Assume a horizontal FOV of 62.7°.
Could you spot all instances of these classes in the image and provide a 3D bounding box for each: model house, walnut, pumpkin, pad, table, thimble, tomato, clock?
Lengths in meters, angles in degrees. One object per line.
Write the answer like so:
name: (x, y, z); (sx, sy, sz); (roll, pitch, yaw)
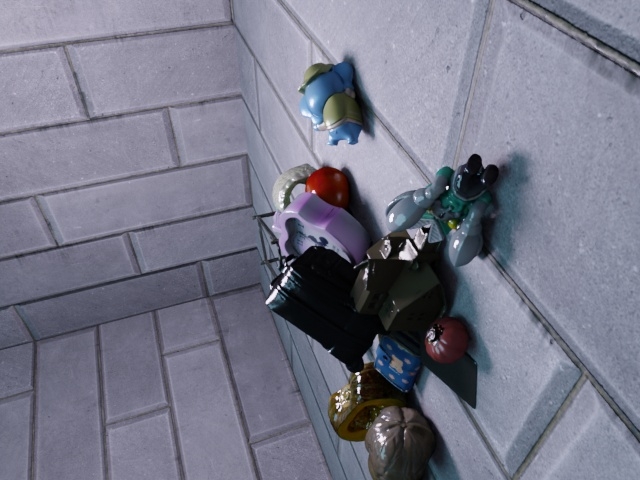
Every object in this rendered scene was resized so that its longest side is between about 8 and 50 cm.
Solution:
model house: (0.193, 0.065, 1.231); (0.211, 0.205, 0.243); (-115, 36, -44)
walnut: (0.230, 0.596, 1.527); (0.224, 0.225, 0.224); (166, 90, -76)
pumpkin: (0.166, 0.520, 1.684); (0.139, 0.222, 0.317); (-103, 33, -48)
pad: (0.308, 0.299, 1.285); (0.211, 0.003, 0.142); (39, 141, 55)
table: (-0.087, 0.021, 2.035); (0.335, 0.273, 0.222); (-136, 36, -64)
thimble: (-0.063, -0.167, 1.900); (0.150, 0.219, 0.218); (-132, 32, -65)
tomato: (0.020, -0.148, 1.731); (0.195, 0.136, 0.194); (177, 90, -79)
clock: (0.000, 0.000, 1.689); (0.339, 0.102, 0.338); (27, 150, 17)

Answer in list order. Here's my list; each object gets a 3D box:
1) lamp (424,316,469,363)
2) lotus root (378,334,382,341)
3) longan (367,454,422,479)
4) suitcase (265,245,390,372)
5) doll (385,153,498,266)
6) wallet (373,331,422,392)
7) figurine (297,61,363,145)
lamp: (0.284, 0.224, 1.184); (0.107, 0.093, 0.107); (-46, 31, 39)
lotus root: (0.209, 0.286, 1.580); (0.072, 0.063, 0.151); (30, 140, 25)
longan: (0.247, 0.732, 1.688); (0.204, 0.159, 0.185); (39, -176, -3)
suitcase: (0.030, 0.162, 1.451); (0.188, 0.340, 0.345); (-58, -4, 14)
doll: (0.225, -0.062, 1.009); (0.195, 0.153, 0.258); (23, 150, 26)
wallet: (0.222, 0.338, 1.506); (0.141, 0.059, 0.202); (38, 146, 27)
figurine: (0.026, -0.380, 1.492); (0.180, 0.154, 0.261); (-28, 72, 64)
